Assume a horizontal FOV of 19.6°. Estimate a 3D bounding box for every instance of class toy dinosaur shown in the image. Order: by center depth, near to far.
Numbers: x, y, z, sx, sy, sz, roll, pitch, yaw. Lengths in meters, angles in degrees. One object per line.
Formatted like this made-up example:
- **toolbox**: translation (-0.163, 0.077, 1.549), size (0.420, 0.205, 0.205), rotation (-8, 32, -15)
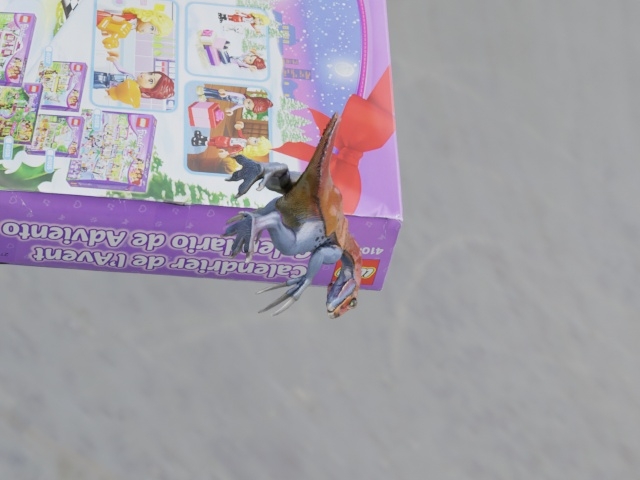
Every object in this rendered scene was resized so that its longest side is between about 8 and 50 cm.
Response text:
- **toy dinosaur**: translation (0.000, 0.000, 0.647), size (0.082, 0.090, 0.047), rotation (17, 59, -46)

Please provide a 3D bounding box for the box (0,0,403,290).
- **box**: translation (-0.071, -0.113, 0.887), size (0.201, 0.057, 0.293), rotation (4, 51, -8)
